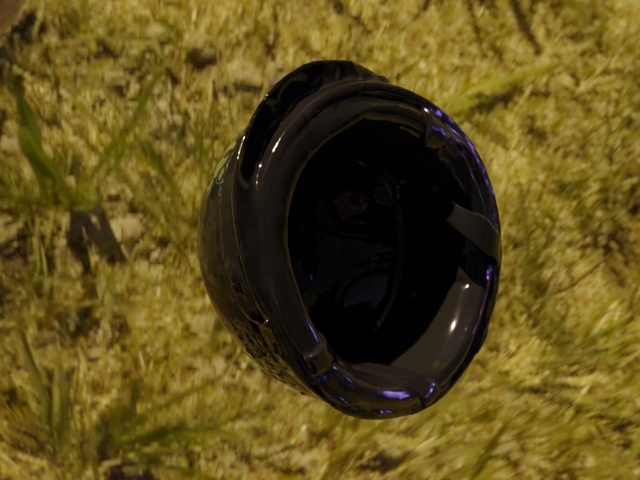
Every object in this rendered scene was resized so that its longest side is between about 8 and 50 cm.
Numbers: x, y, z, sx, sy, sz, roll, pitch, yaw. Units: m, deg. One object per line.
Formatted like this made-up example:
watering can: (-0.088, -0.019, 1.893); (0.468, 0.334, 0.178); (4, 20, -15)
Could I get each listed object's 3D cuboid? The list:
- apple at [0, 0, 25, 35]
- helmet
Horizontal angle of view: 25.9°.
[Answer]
apple: (-0.484, -0.336, 1.426); (0.391, 0.346, 0.391); (0, 93, 8)
helmet: (0.000, 0.000, 1.020); (0.279, 0.160, 0.230); (42, 65, -32)
